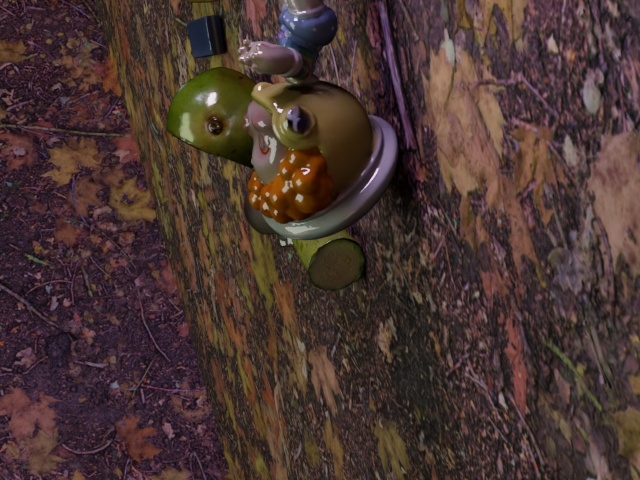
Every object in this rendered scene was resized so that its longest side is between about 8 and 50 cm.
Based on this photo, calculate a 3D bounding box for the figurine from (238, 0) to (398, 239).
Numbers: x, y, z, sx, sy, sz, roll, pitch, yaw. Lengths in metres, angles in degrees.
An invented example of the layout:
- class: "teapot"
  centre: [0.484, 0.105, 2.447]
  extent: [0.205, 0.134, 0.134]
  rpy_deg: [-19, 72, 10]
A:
- class: "figurine"
  centre: [-0.005, -0.192, 1.417]
  extent: [0.224, 0.205, 0.381]
  rpy_deg: [-123, 25, -58]

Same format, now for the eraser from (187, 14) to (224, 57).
- class: "eraser"
  centre: [-0.247, -0.435, 2.352]
  extent: [0.225, 0.036, 0.081]
  rpy_deg: [-160, 60, -71]

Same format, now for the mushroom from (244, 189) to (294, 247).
- class: "mushroom"
  centre: [-0.077, -0.056, 1.950]
  extent: [0.188, 0.117, 0.141]
  rpy_deg: [179, 91, -78]

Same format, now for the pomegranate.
- class: "pomegranate"
  centre: [-0.161, -0.230, 2.043]
  extent: [0.190, 0.241, 0.159]
  rpy_deg: [29, 96, 41]

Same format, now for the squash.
- class: "squash"
  centre: [0.000, 0.000, 1.758]
  extent: [0.188, 0.095, 0.095]
  rpy_deg: [-123, 27, -59]

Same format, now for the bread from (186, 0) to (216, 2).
- class: "bread"
  centre: [-0.228, -0.551, 2.037]
  extent: [0.098, 0.147, 0.217]
  rpy_deg: [-91, 4, -52]
